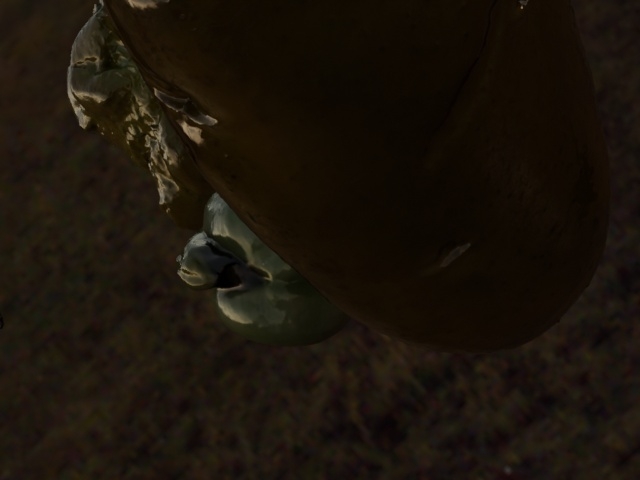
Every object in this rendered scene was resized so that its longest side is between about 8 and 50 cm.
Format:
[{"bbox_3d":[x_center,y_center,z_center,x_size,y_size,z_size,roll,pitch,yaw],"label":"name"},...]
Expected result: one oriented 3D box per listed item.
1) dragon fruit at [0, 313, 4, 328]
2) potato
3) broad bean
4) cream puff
[{"bbox_3d":[-0.386,0.001,1.423,0.282,0.343,0.100,4,20,42],"label":"dragon fruit"},{"bbox_3d":[0.030,-0.085,0.776,0.176,0.369,0.195,-12,41,25],"label":"potato"},{"bbox_3d":[0.000,0.000,1.086,0.228,0.100,0.169,-10,19,-43],"label":"broad bean"},{"bbox_3d":[-0.102,-0.140,1.811,0.323,0.269,0.274,-17,-13,-1],"label":"cream puff"}]
